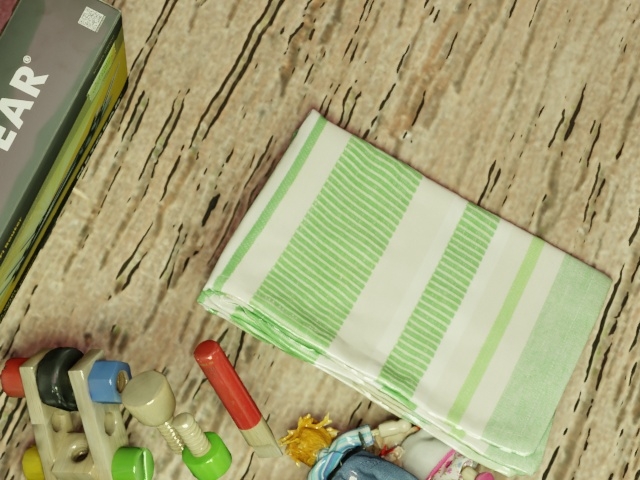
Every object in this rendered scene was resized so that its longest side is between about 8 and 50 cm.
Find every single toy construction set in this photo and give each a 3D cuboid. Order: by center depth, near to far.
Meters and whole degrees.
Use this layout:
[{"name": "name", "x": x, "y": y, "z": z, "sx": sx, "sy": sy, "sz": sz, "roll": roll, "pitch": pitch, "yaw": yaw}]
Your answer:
[{"name": "toy construction set", "x": -0.175, "y": 0.233, "z": 1.467, "sx": 0.309, "sy": 0.257, "sz": 0.237, "roll": -23, "pitch": 128, "yaw": 7}]

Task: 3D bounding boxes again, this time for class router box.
[{"name": "router box", "x": -0.267, "y": -0.048, "z": 1.468, "sx": 0.081, "sy": 0.243, "sz": 0.308, "roll": 27, "pitch": 80, "yaw": 0}]

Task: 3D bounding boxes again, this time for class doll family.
[{"name": "doll family", "x": 0.015, "y": 0.230, "z": 1.496, "sx": 0.263, "sy": 0.118, "sz": 0.163, "roll": -49, "pitch": 46, "yaw": -11}]

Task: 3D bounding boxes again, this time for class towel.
[{"name": "towel", "x": 0.083, "y": 0.042, "z": 1.542, "sx": 0.325, "sy": 0.038, "sz": 0.248, "roll": 29, "pitch": 54, "yaw": 0}]
